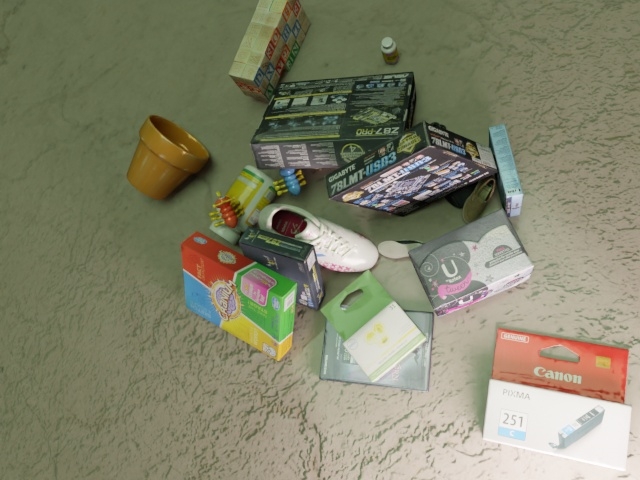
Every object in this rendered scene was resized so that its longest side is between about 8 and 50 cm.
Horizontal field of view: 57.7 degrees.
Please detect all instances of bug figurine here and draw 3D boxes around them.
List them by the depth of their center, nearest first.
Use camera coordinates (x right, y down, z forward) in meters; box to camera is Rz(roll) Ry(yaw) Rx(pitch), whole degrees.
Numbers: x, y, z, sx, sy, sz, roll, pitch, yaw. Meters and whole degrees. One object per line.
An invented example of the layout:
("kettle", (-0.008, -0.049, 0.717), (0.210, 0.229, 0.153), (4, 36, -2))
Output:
("bug figurine", (-0.141, -0.076, 1.545), (0.279, 0.072, 0.216), (-29, 103, -12))

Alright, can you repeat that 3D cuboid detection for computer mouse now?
("computer mouse", (0.292, -0.185, 1.529), (0.184, 0.060, 0.261), (-27, 69, 7))

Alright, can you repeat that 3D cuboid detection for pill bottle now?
("pill bottle", (-0.216, -0.096, 1.621), (0.118, 0.117, 0.208), (32, 86, 22))
("pill bottle", (0.195, -0.537, 1.643), (0.044, 0.083, 0.043), (-4, 74, 16))

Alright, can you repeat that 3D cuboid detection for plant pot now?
("plant pot", (-0.462, -0.230, 1.700), (0.205, 0.205, 0.188), (45, 106, 22))

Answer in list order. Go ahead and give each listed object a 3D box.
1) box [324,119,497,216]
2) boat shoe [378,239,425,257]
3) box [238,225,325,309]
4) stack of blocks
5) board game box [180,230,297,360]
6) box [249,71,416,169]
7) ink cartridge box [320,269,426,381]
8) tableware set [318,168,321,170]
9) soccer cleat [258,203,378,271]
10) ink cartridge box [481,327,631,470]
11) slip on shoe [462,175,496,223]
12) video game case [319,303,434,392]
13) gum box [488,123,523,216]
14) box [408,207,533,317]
("box", (0.213, -0.155, 1.365), (0.296, 0.294, 0.073), (-27, 65, 39))
("boat shoe", (0.213, 0.019, 1.507), (0.125, 0.038, 0.046), (-3, 102, 24))
("box", (-0.093, 0.074, 1.477), (0.184, 0.232, 0.059), (17, 57, 19))
("stack of blocks", (-0.145, -0.566, 1.704), (0.087, 0.171, 0.296), (19, 82, 20))
("board game box", (-0.213, 0.144, 1.497), (0.317, 0.242, 0.064), (25, 43, 22))
("box", (0.044, -0.322, 1.547), (0.396, 0.097, 0.318), (-1, 42, 15))
("ink cartridge box", (0.124, 0.207, 1.446), (0.171, 0.056, 0.235), (-40, 70, 3))
("tableware set", (-0.075, -0.260, 1.670), (0.194, 0.039, 0.128), (11, 66, 13))
("soccer cleat", (0.000, 0.000, 1.460), (0.332, 0.143, 0.115), (20, 85, -10))
("ink cartridge box", (0.531, 0.346, 1.308), (0.297, 0.066, 0.260), (7, 78, 18))
("slip on shoe", (0.401, -0.102, 1.460), (0.052, 0.041, 0.135), (26, 105, -7))
("video game case", (0.141, 0.267, 1.466), (0.275, 0.026, 0.195), (3, 76, 18))
("gum box", (0.452, -0.168, 1.425), (0.041, 0.157, 0.184), (-12, 72, 12))
("box", (0.359, 0.060, 1.397), (0.248, 0.142, 0.163), (-25, 69, 9))
